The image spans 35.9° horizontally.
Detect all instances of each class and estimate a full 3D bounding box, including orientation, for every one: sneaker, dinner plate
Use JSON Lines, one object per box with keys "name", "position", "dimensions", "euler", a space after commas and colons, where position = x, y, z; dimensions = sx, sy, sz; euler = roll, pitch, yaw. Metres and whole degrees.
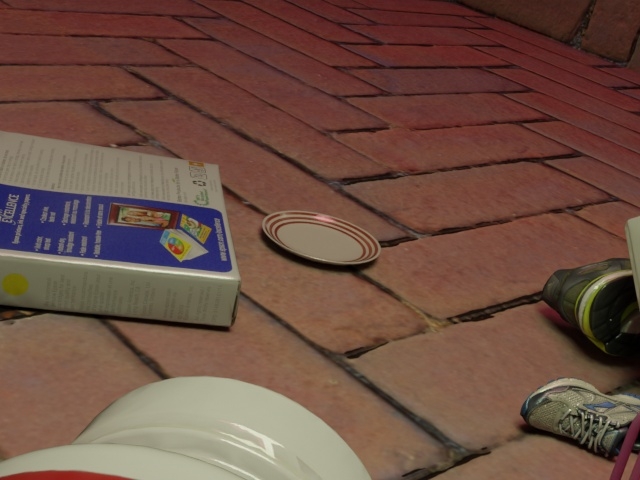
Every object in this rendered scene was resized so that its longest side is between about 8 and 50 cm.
{"name": "sneaker", "position": [0.243, 0.159, 0.871], "dimensions": [0.135, 0.052, 0.058], "euler": [8, 28, -14]}
{"name": "dinner plate", "position": [0.000, 0.000, 1.143], "dimensions": [0.141, 0.017, 0.141], "euler": [12, 23, -5]}
{"name": "sneaker", "position": [0.382, 0.061, 1.114], "dimensions": [0.300, 0.111, 0.121], "euler": [6, 14, -31]}

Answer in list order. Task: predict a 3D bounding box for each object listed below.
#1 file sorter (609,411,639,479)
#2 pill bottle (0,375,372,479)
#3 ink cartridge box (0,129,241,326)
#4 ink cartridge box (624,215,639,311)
{"name": "file sorter", "position": [0.340, 0.177, 0.713], "dimensions": [0.202, 0.182, 0.290], "euler": [27, 26, 29]}
{"name": "pill bottle", "position": [-0.094, 0.213, 0.315], "dimensions": [0.229, 0.229, 0.408], "euler": [17, 23, 7]}
{"name": "ink cartridge box", "position": [-0.245, -0.023, 0.996], "dimensions": [0.307, 0.072, 0.304], "euler": [6, 25, -13]}
{"name": "ink cartridge box", "position": [0.460, 0.015, 0.951], "dimensions": [0.272, 0.115, 0.198], "euler": [0, -12, -39]}
